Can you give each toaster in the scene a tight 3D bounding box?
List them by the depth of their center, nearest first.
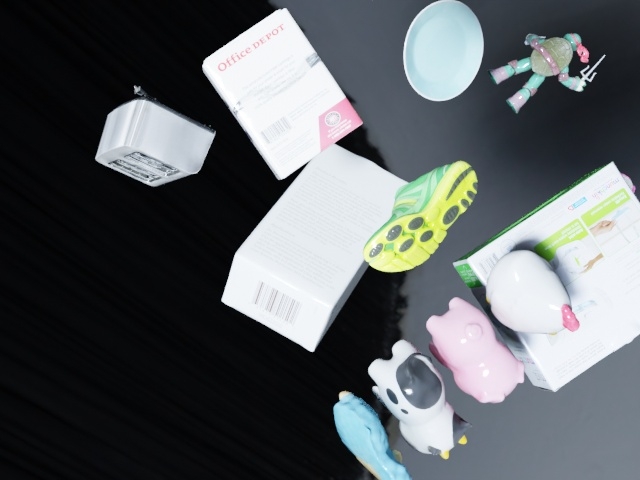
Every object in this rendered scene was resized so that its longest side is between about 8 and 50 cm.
[{"bbox_3d":[-0.315,-0.185,1.837,0.168,0.185,0.110,-11,60,53],"label":"toaster"}]

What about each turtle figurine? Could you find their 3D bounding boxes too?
[{"bbox_3d":[0.500,-0.396,2.192,0.234,0.118,0.175,-33,71,6],"label":"turtle figurine"}]

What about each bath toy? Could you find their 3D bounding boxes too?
[{"bbox_3d":[0.185,0.159,1.227,0.348,0.151,0.129,-40,51,-14],"label":"bath toy"}]

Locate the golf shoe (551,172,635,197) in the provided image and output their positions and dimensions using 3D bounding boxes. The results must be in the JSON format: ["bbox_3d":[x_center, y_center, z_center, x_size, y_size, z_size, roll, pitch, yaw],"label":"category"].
[{"bbox_3d":[0.494,-0.071,1.792,0.115,0.306,0.140,40,106,19],"label":"golf shoe"}]

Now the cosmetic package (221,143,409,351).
[{"bbox_3d":[0.000,0.000,2.148,0.453,0.230,0.161,-53,-11,-44],"label":"cosmetic package"}]

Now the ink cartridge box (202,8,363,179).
[{"bbox_3d":[-0.067,-0.248,1.696,0.172,0.237,0.100,-35,6,-3],"label":"ink cartridge box"}]

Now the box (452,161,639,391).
[{"bbox_3d":[0.374,0.055,1.460,0.262,0.231,0.127,-34,-2,-5],"label":"box"}]

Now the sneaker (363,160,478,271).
[{"bbox_3d":[0.188,-0.043,1.931,0.295,0.109,0.123,-42,24,-24],"label":"sneaker"}]

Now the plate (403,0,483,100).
[{"bbox_3d":[0.227,-0.357,1.855,0.188,0.188,0.024,-53,34,-6],"label":"plate"}]
